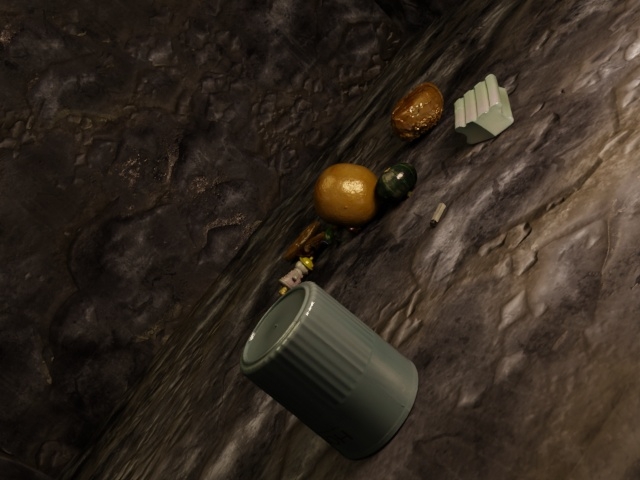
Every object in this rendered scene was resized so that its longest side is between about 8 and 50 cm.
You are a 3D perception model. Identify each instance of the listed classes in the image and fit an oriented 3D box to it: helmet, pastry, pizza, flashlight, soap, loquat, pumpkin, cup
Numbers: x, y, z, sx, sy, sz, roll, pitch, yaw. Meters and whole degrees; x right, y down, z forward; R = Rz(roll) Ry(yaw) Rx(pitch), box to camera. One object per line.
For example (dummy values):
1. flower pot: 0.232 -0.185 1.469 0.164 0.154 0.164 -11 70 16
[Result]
1. helmet: -0.058 0.071 2.305 0.089 0.057 0.111 -9 19 3
2. pastry: 0.411 -0.533 2.280 0.255 0.162 0.311 -37 17 30
3. pizza: 0.000 0.000 2.307 0.130 0.041 0.178 -20 11 22
4. flashlight: 0.352 -0.077 1.629 0.018 0.018 0.083 -20 32 56
5. soap: 0.543 -0.432 1.816 0.172 0.095 0.290 -38 19 31
6. loquat: 0.107 -0.161 2.078 0.275 0.275 0.275 -44 16 16
7. pumpkin: 0.273 -0.204 1.944 0.167 0.125 0.167 -26 5 3
8. cup: 0.007 0.264 1.209 0.257 0.311 0.331 -47 16 2
9. pizza: -0.076 0.011 2.488 0.246 0.058 0.127 -49 17 6

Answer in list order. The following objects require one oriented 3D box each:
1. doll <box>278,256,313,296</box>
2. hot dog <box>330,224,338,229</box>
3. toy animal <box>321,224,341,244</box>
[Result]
1. doll: -0.100 0.143 2.205 0.207 0.081 0.129 -49 3 -12
2. hot dog: 0.099 -0.105 2.308 0.140 0.060 0.090 -53 19 8
3. toy animal: 0.054 -0.027 2.209 0.041 0.075 0.217 -38 14 31
